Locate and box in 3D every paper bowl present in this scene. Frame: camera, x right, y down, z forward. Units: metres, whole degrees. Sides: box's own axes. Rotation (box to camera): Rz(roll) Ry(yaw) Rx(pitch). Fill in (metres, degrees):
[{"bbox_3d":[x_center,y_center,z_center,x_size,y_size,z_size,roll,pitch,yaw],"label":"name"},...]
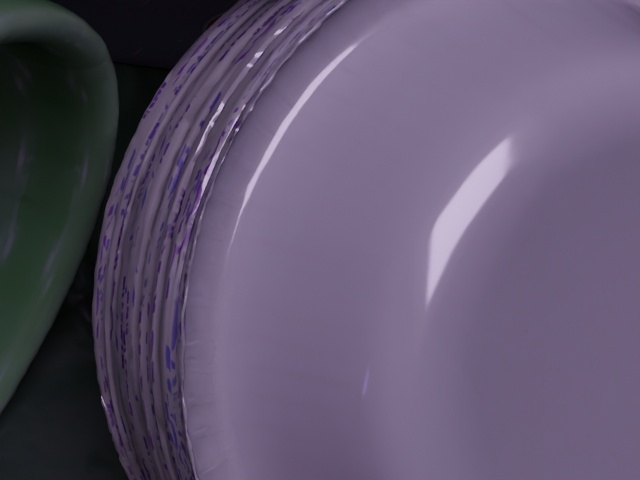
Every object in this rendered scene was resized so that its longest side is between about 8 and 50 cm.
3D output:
[{"bbox_3d":[0.072,0.028,0.526,0.284,0.148,0.284,-5,100,-27],"label":"paper bowl"}]

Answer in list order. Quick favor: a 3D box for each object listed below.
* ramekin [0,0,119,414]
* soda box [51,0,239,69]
[{"bbox_3d":[-0.211,0.023,0.451,0.148,0.303,0.303,33,67,8],"label":"ramekin"},{"bbox_3d":[0.024,-0.126,0.661,0.286,0.098,0.091,6,69,-10],"label":"soda box"}]
